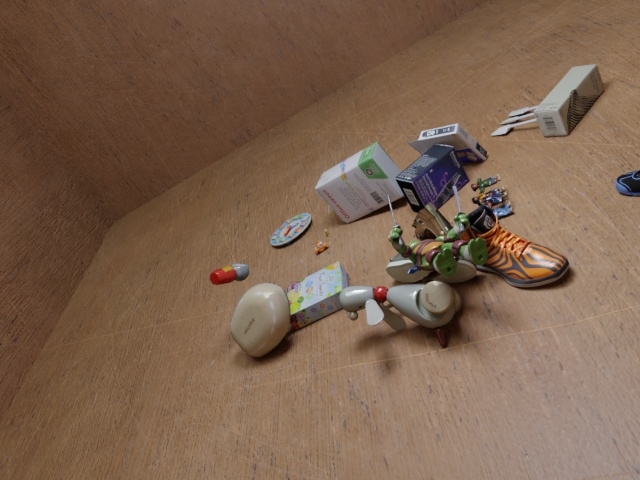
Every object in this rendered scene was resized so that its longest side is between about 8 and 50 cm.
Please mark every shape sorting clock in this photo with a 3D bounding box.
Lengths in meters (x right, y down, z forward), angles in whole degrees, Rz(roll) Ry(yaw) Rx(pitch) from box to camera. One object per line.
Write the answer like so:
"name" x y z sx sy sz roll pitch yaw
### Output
"shape sorting clock" -0.127 -0.049 2.401 0.206 0.040 0.206 -26 28 15

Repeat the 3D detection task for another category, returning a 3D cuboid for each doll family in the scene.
"doll family" 0.523 -0.124 1.766 0.111 0.076 0.193 -20 33 16

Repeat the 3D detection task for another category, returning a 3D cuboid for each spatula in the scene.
"spatula" 0.753 -0.451 2.078 0.168 0.019 0.242 -41 19 -25

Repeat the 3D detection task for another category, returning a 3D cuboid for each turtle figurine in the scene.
"turtle figurine" 0.285 -0.020 1.434 0.266 0.198 0.274 31 104 68

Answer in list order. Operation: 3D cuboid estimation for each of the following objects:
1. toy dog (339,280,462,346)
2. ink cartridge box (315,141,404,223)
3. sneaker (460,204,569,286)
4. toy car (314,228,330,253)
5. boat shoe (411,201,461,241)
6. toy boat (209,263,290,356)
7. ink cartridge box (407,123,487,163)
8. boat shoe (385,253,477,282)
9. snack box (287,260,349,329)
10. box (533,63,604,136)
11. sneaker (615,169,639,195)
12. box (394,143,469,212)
"toy dog" 0.220 0.197 1.498 0.334 0.220 0.161 -10 74 46
"ink cartridge box" 0.153 -0.211 2.131 0.278 0.201 0.117 -26 29 37
"sneaker" 0.475 0.009 1.480 0.124 0.180 0.321 -45 29 -20
"toy car" 0.000 0.000 2.179 0.060 0.040 0.122 -24 29 19
"boat shoe" 0.354 -0.024 1.753 0.104 0.111 0.307 -43 10 12
"toy boat" -0.215 0.197 1.823 0.148 0.318 0.267 -15 -32 -53
"ink cartridge box" 0.457 -0.337 2.046 0.208 0.206 0.045 -4 66 46
"boat shoe" 0.324 0.061 1.645 0.305 0.109 0.091 -6 43 49
"snack box" -0.009 0.178 1.866 0.207 0.070 0.174 -27 28 12
"box" 0.851 -0.477 1.938 0.275 0.113 0.094 -47 30 -21
"sneaker" 0.865 -0.172 1.441 0.232 0.090 0.081 1 43 48
"box" 0.388 -0.213 1.971 0.207 0.153 0.108 -41 28 -12
